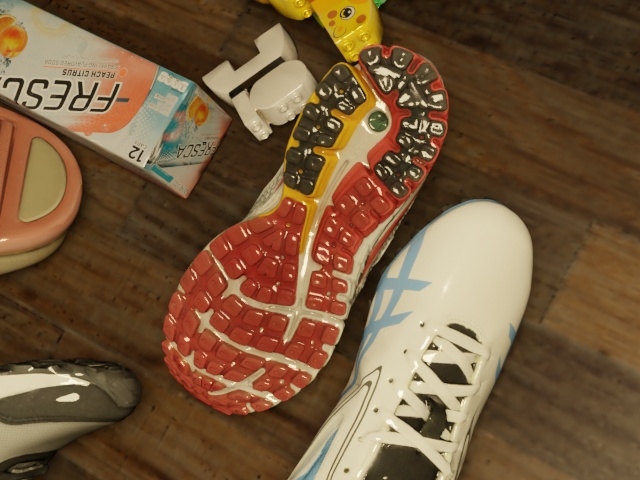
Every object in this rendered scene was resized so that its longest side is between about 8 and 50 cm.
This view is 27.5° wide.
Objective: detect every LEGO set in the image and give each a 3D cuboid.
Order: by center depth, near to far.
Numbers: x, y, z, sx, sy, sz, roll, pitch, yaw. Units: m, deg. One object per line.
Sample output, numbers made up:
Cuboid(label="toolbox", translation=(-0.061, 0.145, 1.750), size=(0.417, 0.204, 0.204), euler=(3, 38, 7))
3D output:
Cuboid(label="LEGO set", translation=(0.032, -0.135, 0.706), size=(0.227, 0.087, 0.093), euler=(-34, 53, 8))

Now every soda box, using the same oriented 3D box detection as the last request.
Cuboid(label="soda box", translation=(-0.146, -0.092, 0.777), size=(0.183, 0.063, 0.058), euler=(27, 84, 24))

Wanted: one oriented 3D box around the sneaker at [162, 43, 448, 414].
Cuboid(label="sneaker", translation=(0.000, 0.000, 0.696), size=(0.088, 0.093, 0.225), euler=(38, 104, 5))

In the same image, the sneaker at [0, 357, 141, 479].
Cuboid(label="sneaker", translation=(-0.209, 0.140, 0.721), size=(0.272, 0.100, 0.108), euler=(-27, 77, 16))

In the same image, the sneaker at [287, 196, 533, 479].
Cuboid(label="sneaker", translation=(0.044, 0.091, 0.636), size=(0.237, 0.085, 0.086), euler=(-63, 22, 0))

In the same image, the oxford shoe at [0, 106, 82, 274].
Cuboid(label="oxford shoe", translation=(-0.336, -0.009, 0.795), size=(0.397, 0.146, 0.140), euler=(1, 50, 3))
